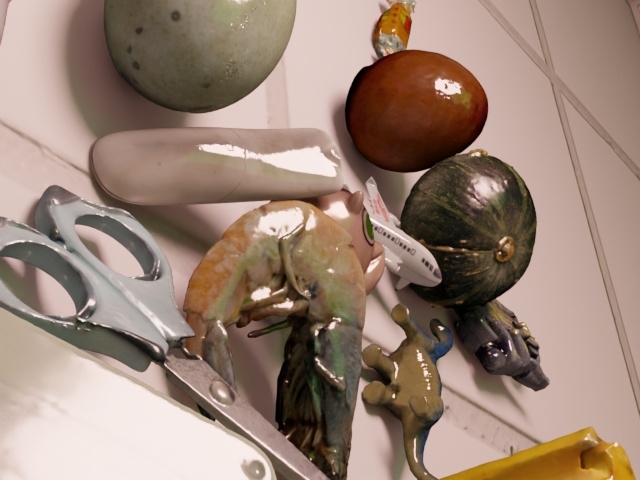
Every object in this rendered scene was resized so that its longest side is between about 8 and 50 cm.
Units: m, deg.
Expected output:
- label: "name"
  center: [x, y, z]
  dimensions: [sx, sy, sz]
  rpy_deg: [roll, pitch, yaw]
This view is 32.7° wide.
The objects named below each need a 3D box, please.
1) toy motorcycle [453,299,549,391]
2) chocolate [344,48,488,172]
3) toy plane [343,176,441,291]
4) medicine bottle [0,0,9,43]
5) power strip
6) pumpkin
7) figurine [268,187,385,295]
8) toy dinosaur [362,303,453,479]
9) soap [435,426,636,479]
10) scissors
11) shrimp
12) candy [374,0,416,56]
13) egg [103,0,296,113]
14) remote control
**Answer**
- label: "toy motorcycle"
  center: [0.225, 0.127, 1.386]
  dimensions: [0.193, 0.061, 0.124]
  rpy_deg: [41, 29, -26]
- label: "chocolate"
  center: [0.122, -0.154, 1.324]
  dimensions: [0.177, 0.177, 0.176]
  rpy_deg: [40, 36, -37]
- label: "toy plane"
  center: [0.061, -0.002, 1.201]
  dimensions: [0.171, 0.065, 0.162]
  rpy_deg: [43, 32, -13]
- label: "medicine bottle"
  center: [-0.271, -0.233, 0.745]
  dimensions: [0.152, 0.152, 0.254]
  rpy_deg: [36, 39, -42]
- label: "power strip"
  center: [-0.150, 0.164, 0.571]
  dimensions: [0.229, 0.141, 0.261]
  rpy_deg: [31, 36, -8]
- label: "pumpkin"
  center: [0.173, -0.011, 1.294]
  dimensions: [0.190, 0.190, 0.146]
  rpy_deg: [25, 16, -50]
- label: "figurine"
  center: [0.000, 0.000, 1.044]
  dimensions: [0.125, 0.125, 0.138]
  rpy_deg: [-17, 96, -62]
- label: "toy dinosaur"
  center: [0.120, 0.169, 1.168]
  dimensions: [0.188, 0.075, 0.247]
  rpy_deg: [34, 34, -49]
- label: "soap"
  center: [0.095, 0.278, 0.766]
  dimensions: [0.096, 0.324, 0.204]
  rpy_deg: [-25, 88, -57]
- label: "scissors"
  center: [-0.092, 0.086, 0.757]
  dimensions: [0.360, 0.029, 0.191]
  rpy_deg: [38, 25, 11]
- label: "shrimp"
  center: [-0.035, 0.105, 0.905]
  dimensions: [0.178, 0.075, 0.289]
  rpy_deg: [10, 82, -34]
- label: "candy"
  center: [0.103, -0.302, 1.558]
  dimensions: [0.053, 0.046, 0.182]
  rpy_deg: [52, 35, -28]
- label: "egg"
  center: [-0.107, -0.210, 0.984]
  dimensions: [0.169, 0.169, 0.236]
  rpy_deg: [50, 34, -24]
- label: "remote control"
  center: [-0.084, -0.072, 0.943]
  dimensions: [0.229, 0.044, 0.073]
  rpy_deg: [-4, 59, -25]
